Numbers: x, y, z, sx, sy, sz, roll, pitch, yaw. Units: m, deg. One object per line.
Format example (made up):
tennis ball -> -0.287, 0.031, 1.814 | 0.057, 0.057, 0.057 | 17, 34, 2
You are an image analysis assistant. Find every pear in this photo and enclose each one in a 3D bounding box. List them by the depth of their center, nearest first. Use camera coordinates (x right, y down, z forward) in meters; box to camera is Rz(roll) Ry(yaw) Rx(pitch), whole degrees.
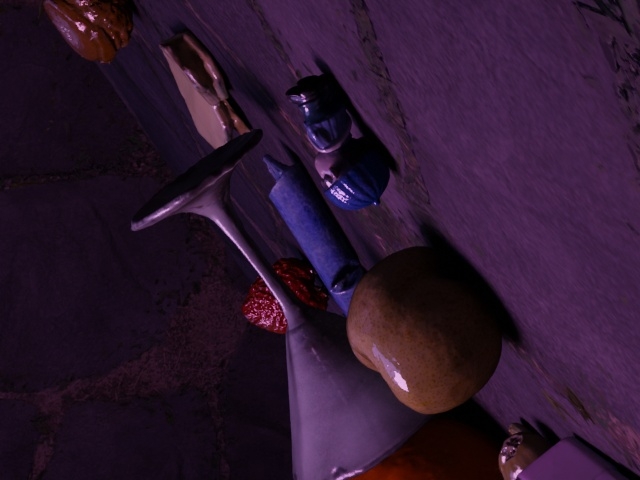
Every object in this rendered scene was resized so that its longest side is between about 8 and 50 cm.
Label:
pear -> 0.107, 0.093, 1.416 | 0.167, 0.136, 0.167 | 48, 174, 7

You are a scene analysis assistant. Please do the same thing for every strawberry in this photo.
strawberry -> -0.061, 0.106, 2.456 | 0.131, 0.148, 0.131 | 51, 174, 7

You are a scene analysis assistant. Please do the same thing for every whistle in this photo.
whistle -> 0.000, 0.000, 1.911 | 0.062, 0.062, 0.304 | 44, 168, 49

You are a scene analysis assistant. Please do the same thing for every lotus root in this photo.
lotus root -> 0.271, 0.299, 1.602 | 0.183, 0.077, 0.090 | 56, 179, -10

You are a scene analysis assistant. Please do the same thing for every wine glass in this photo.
wine glass -> -0.039, 0.076, 1.750 | 0.406, 0.267, 0.267 | 55, 172, -12

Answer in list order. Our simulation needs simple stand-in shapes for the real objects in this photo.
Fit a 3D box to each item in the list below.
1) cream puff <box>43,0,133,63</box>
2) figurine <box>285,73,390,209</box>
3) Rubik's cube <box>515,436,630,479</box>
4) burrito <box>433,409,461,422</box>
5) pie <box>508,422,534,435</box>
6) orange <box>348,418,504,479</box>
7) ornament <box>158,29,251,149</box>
cream puff -> -0.357, -0.360, 2.181 | 0.150, 0.115, 0.165 | 45, 163, 0
figurine -> 0.022, -0.096, 1.354 | 0.079, 0.077, 0.136 | 3, 124, 34
Rubik's cube -> 0.269, 0.443, 1.373 | 0.322, 0.319, 0.316 | 56, 173, -18
burrito -> 0.171, 0.267, 2.098 | 0.392, 0.076, 0.117 | 57, 177, -21
pie -> 0.259, 0.251, 1.678 | 0.084, 0.021, 0.084 | 47, 171, 10
orange -> 0.150, 0.438, 1.945 | 0.424, 0.326, 0.424 | 19, 140, 17
ornament -> -0.179, -0.230, 1.963 | 0.180, 0.059, 0.201 | 49, 169, 31
